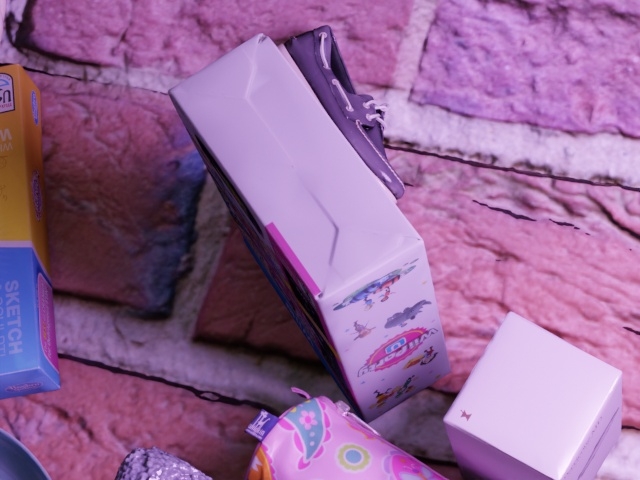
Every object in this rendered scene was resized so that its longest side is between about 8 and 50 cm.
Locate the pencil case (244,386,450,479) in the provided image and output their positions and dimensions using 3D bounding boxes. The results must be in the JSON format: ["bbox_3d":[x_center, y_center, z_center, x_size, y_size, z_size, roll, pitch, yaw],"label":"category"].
[{"bbox_3d":[0.071,0.230,1.374,0.284,0.124,0.124,27,75,21],"label":"pencil case"}]

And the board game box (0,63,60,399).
[{"bbox_3d":[-0.377,0.005,1.575,0.242,0.064,0.316,-11,66,5],"label":"board game box"}]

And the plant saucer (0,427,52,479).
[{"bbox_3d":[-0.363,0.303,1.461,0.317,0.044,0.317,-3,66,8],"label":"plant saucer"}]

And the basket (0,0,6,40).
[{"bbox_3d":[-0.483,-0.335,1.596,0.328,0.266,0.331,-10,54,6],"label":"basket"}]

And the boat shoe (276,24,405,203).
[{"bbox_3d":[0.030,-0.121,1.553,0.065,0.075,0.206,-33,62,-1],"label":"boat shoe"}]

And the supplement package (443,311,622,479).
[{"bbox_3d":[0.175,0.151,1.355,0.105,0.179,0.105,29,76,19],"label":"supplement package"}]

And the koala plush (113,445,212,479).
[{"bbox_3d":[-0.116,0.315,1.339,0.203,0.196,0.221,29,71,9],"label":"koala plush"}]

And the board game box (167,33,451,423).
[{"bbox_3d":[0.000,0.000,1.381,0.097,0.303,0.224,-33,66,-4],"label":"board game box"}]
